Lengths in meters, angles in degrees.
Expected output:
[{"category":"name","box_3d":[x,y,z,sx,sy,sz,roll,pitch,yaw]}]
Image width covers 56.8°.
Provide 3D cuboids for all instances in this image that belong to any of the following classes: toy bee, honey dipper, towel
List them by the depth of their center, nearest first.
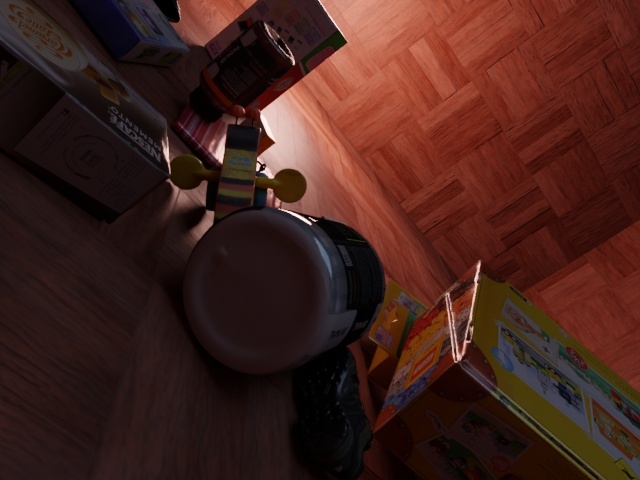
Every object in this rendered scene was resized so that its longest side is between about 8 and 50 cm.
[{"category":"toy bee","box_3d":[-0.135,-0.116,0.911,0.195,0.162,0.298,-8,40,-23]},{"category":"towel","box_3d":[-0.168,-0.151,1.148,0.275,0.031,0.199,47,18,-22]},{"category":"honey dipper","box_3d":[0.139,0.250,1.225,0.161,0.030,0.030,50,15,-25]}]

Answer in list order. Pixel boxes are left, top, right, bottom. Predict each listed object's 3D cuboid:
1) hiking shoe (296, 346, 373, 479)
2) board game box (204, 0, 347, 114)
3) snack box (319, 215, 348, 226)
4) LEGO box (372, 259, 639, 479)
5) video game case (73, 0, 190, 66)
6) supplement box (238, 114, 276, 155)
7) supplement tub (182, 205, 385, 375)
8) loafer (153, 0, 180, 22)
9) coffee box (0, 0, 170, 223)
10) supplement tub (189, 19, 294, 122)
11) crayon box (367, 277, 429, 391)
[{"category":"hiking shoe","box_3d":[0.023,0.239,0.813,0.227,0.086,0.114,-79,148,-65]},{"category":"board game box","box_3d":[-0.122,-0.507,1.527,0.242,0.316,0.064,61,15,21]},{"category":"snack box","box_3d":[0.000,0.000,1.200,0.037,0.100,0.141,58,15,16]},{"category":"LEGO box","box_3d":[0.369,0.315,0.956,0.500,0.193,0.372,41,28,2]},{"category":"video game case","box_3d":[-0.379,-0.445,1.074,0.270,0.061,0.244,53,13,-6]},{"category":"supplement box","box_3d":[-0.147,-0.245,1.363,0.036,0.062,0.098,37,23,-48]},{"category":"supplement tub","box_3d":[-0.025,0.062,0.793,0.194,0.193,0.316,58,15,13]},{"category":"loafer","box_3d":[-0.384,-0.565,1.299,0.078,0.076,0.223,54,8,31]},{"category":"coffee box","box_3d":[-0.284,-0.149,0.629,0.246,0.098,0.141,43,18,-37]},{"category":"supplement tub","box_3d":[-0.152,-0.307,1.103,0.106,0.198,0.106,47,18,-20]},{"category":"crayon box","box_3d":[0.222,0.246,1.173,0.323,0.083,0.203,38,35,-4]}]
